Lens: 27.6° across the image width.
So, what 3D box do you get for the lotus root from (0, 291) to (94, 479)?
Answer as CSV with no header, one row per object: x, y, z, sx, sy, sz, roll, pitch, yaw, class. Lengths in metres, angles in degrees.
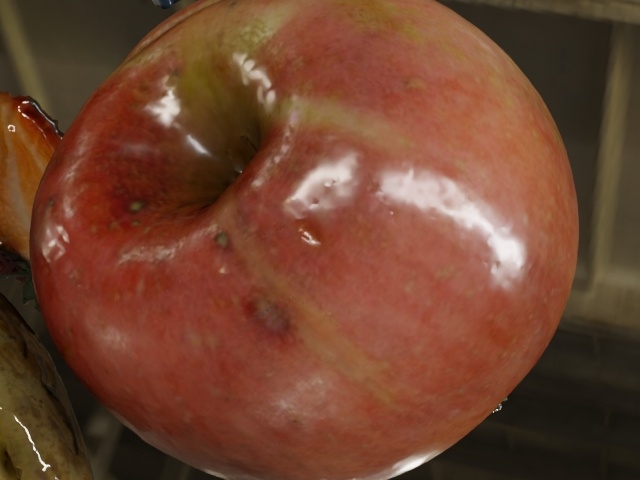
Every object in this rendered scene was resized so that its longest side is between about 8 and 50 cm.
-0.284,0.114,0.928,0.291,0.193,0.193,50,-21,13,lotus root

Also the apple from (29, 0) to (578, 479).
0.000,0.000,0.918,0.363,0.364,0.364,14,-25,7,apple

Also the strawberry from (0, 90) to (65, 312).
-0.251,-0.023,1.140,0.192,0.140,0.085,42,-35,-13,strawberry

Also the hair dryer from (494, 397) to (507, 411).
0.069,0.139,1.044,0.197,0.101,0.057,-11,3,44,hair dryer

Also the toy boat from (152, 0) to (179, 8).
-0.125,-0.303,1.359,0.129,0.142,0.309,62,-4,-29,toy boat
